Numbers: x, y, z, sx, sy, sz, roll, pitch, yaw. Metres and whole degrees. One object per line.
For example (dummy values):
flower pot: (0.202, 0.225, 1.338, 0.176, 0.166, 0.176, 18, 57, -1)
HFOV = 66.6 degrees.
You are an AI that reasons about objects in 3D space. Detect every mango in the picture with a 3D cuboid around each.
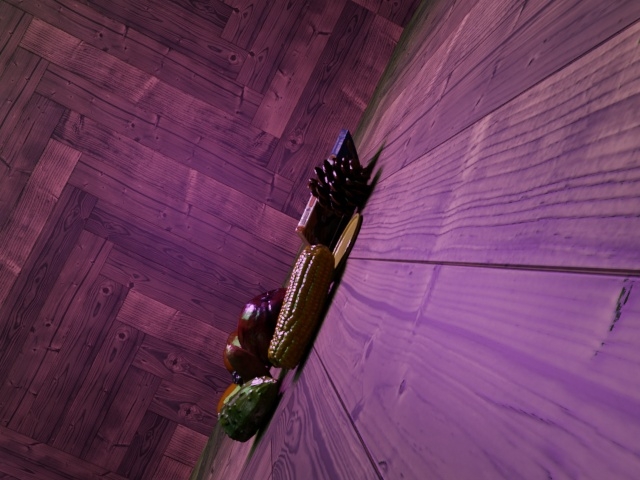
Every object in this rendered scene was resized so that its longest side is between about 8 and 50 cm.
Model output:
mango: (-0.340, 0.652, 2.004, 0.221, 0.120, 0.151, -57, 13, 2)

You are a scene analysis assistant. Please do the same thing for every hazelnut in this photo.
hazelnut: (-0.335, 0.501, 2.207, 0.252, 0.217, 0.217, -63, 5, 7)

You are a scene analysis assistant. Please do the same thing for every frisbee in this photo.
frisbee: (0.068, 0.024, 1.494, 0.236, 0.017, 0.236, -63, 5, 10)

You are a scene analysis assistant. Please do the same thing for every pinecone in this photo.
pinecone: (0.068, -0.185, 1.585, 0.208, 0.207, 0.208, -63, 5, 10)

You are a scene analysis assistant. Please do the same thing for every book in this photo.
book: (0.043, -0.159, 1.823, 0.428, 0.039, 0.300, -66, -22, -15)

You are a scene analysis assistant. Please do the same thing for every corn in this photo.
corn: (-0.048, 0.178, 1.350, 0.120, 0.120, 0.363, 133, 157, -74)

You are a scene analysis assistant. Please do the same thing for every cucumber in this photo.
cucumber: (-0.191, 0.470, 1.419, 0.244, 0.134, 0.134, -52, 10, 29)

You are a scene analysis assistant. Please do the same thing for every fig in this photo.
fig: (-0.161, 0.273, 1.564, 0.263, 0.224, 0.224, -64, 5, 9)

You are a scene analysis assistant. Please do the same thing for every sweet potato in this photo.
sweet potato: (-0.203, 0.442, 1.534, 0.092, 0.114, 0.342, -92, -6, -50)

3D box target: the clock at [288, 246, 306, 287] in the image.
clock: (-0.069, 0.134, 2.053, 0.280, 0.055, 0.281, -156, 90, -83)

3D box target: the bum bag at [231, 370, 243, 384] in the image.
bum bag: (-0.234, 0.443, 1.961, 0.340, 0.095, 0.144, -48, 5, 14)
